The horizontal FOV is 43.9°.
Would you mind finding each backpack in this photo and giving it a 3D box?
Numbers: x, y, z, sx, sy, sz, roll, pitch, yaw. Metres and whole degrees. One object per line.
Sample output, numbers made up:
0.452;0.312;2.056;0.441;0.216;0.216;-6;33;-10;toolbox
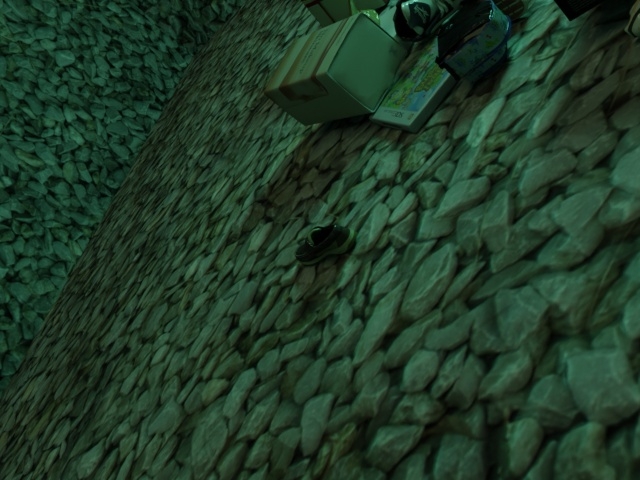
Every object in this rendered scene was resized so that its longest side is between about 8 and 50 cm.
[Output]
0.250;-0.317;1.264;0.114;0.084;0.105;-36;32;37;backpack

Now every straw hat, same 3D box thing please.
0.097;-0.456;1.691;0.061;0.145;0.144;-7;30;2;straw hat

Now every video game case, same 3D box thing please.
0.190;-0.288;1.420;0.212;0.023;0.193;-51;22;-1;video game case

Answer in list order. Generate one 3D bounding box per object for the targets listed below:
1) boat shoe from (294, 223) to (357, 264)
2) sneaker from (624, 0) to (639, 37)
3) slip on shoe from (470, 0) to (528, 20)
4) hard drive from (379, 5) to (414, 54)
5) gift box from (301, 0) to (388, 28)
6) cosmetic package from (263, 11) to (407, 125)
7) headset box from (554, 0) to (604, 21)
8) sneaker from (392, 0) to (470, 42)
0.000;0.000;1.302;0.152;0.049;0.056;-22;36;51;boat shoe
0.407;-0.297;0.989;0.043;0.040;0.109;-18;39;57;sneaker
0.302;-0.389;1.334;0.041;0.051;0.135;-40;13;-23;slip on shoe
0.110;-0.425;1.767;0.307;0.040;0.203;-21;37;51;hard drive
0.069;-0.723;2.058;0.258;0.255;0.276;-9;39;46;gift box
0.021;-0.337;1.604;0.296;0.129;0.153;3;61;62;cosmetic package
0.426;-0.460;1.041;0.246;0.131;0.283;-25;23;48;headset box
0.217;-0.450;1.485;0.235;0.094;0.153;-30;16;43;sneaker
